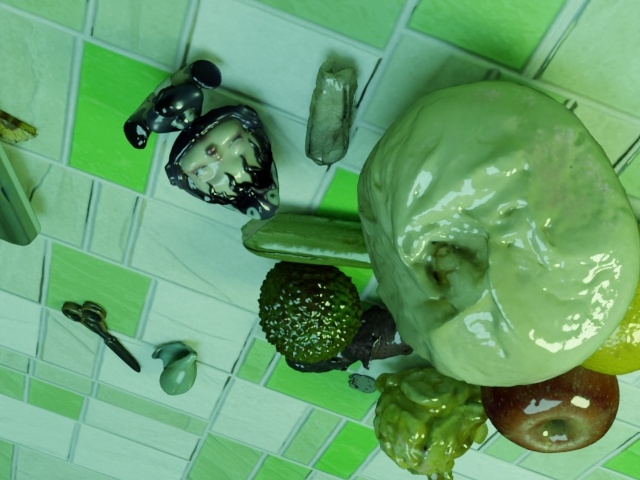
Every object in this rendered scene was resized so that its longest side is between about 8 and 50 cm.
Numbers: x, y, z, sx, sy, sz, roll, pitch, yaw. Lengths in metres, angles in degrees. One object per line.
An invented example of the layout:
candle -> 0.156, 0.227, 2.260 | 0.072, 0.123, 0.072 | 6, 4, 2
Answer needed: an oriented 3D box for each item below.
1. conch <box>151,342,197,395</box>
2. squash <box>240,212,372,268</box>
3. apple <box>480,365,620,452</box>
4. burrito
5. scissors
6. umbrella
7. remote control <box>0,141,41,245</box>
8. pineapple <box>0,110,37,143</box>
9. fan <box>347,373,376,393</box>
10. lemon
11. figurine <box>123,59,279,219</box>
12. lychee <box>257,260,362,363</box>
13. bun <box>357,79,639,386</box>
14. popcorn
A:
conch -> -0.259, 0.232, 2.013 | 0.065, 0.088, 0.180 | -15, 153, -32
squash -> 0.000, 0.000, 1.555 | 0.239, 0.069, 0.069 | 6, 144, 14
apple -> 0.335, 0.215, 1.635 | 0.201, 0.162, 0.201 | 3, 139, 3
burrito -> 0.014, -0.149, 1.359 | 0.058, 0.045, 0.188 | 6, 145, -2
scissors -> -0.384, 0.179, 2.022 | 0.088, 0.017, 0.220 | -3, 141, 27
umbrella -> 0.069, 0.150, 1.719 | 0.326, 0.094, 0.090 | -19, 87, 43
remote control -> -0.508, -0.112, 1.613 | 0.128, 0.065, 0.335 | 19, 148, 20
pineapple -> -0.441, -0.160, 1.573 | 0.083, 0.019, 0.045 | 26, 139, -11
fan -> 0.088, 0.251, 1.922 | 0.083, 0.004, 0.056 | 15, 145, 5
lemon -> 0.361, 0.069, 1.390 | 0.187, 0.187, 0.244 | -18, 115, 41
figurine -> -0.137, -0.113, 1.415 | 0.145, 0.145, 0.222 | -17, 123, 40
lychee -> -0.021, 0.098, 1.620 | 0.171, 0.171, 0.171 | 12, 145, 8
bun -> 0.173, -0.004, 1.261 | 0.361, 0.213, 0.360 | 20, 120, 38
popcorn -> 0.176, 0.294, 1.794 | 0.188, 0.185, 0.167 | 24, 164, -25
